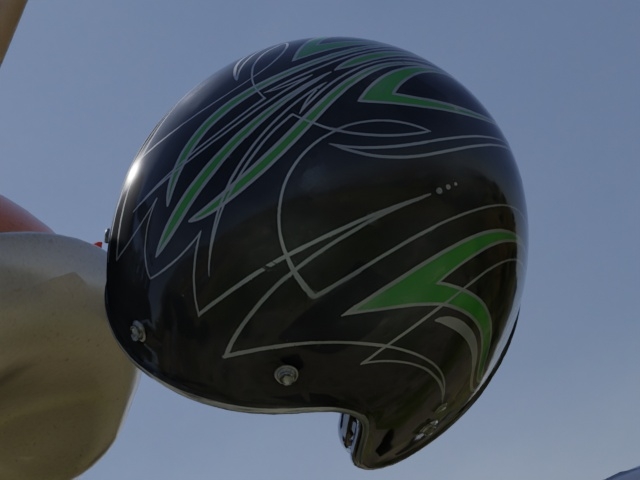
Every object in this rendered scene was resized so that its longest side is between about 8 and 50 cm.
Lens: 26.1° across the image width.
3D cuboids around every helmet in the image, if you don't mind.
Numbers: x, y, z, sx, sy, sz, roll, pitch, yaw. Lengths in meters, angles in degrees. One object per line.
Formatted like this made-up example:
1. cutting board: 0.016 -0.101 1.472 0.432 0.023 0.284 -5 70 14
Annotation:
1. helmet: 0.000 0.000 0.553 0.169 0.169 0.161 -30 -36 7

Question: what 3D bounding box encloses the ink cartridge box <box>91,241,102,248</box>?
1. ink cartridge box: -0.358 0.203 1.396 0.385 0.091 0.308 -33 -27 -40

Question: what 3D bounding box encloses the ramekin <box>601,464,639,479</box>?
1. ramekin: 0.107 0.194 0.289 0.135 0.277 0.277 34 -60 -27

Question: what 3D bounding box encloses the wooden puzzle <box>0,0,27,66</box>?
1. wooden puzzle: -0.430 -0.256 1.428 0.239 0.221 0.044 13 -25 6

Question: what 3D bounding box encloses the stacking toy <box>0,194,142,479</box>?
1. stacking toy: -0.354 -0.020 0.745 0.350 0.480 0.350 -34 -21 -15
